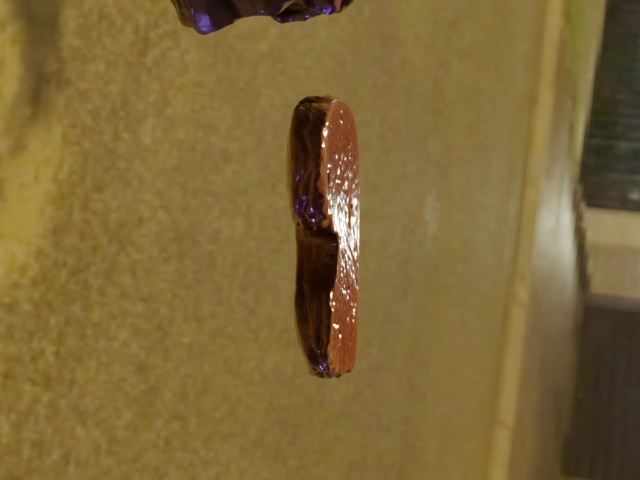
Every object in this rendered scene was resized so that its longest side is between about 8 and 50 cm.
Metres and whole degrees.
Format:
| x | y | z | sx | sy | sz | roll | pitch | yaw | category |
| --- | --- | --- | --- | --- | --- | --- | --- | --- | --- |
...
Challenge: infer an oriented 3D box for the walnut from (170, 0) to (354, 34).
| x | y | z | sx | sy | sz | roll | pitch | yaw | category |
| --- | --- | --- | --- | --- | --- | --- | --- | --- | --- |
| -0.027 | -0.275 | 1.237 | 0.238 | 0.141 | 0.204 | -23 | 119 | -60 | walnut |

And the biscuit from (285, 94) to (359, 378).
| x | y | z | sx | sy | sz | roll | pitch | yaw | category |
| --- | --- | --- | --- | --- | --- | --- | --- | --- | --- |
| -0.001 | 0.000 | 0.994 | 0.186 | 0.036 | 0.192 | -13 | 103 | -83 | biscuit |
